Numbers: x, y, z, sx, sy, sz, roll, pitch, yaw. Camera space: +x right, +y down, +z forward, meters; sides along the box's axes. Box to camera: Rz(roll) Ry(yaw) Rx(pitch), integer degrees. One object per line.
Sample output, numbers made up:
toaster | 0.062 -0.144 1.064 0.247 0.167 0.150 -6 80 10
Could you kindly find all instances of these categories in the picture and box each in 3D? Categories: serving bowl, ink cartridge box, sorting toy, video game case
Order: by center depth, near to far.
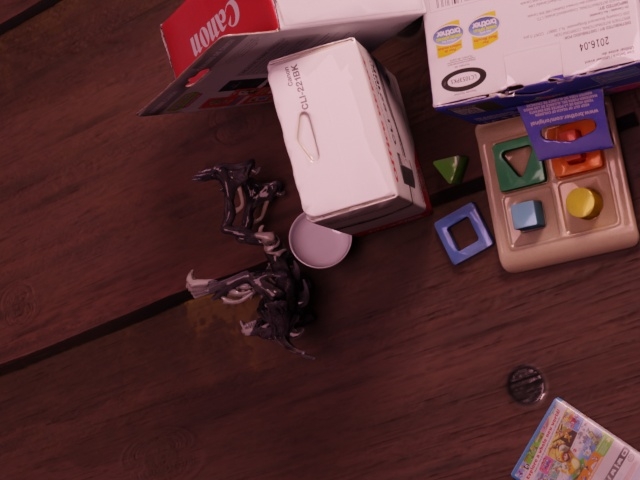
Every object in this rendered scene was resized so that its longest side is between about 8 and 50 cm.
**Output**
ink cartridge box | 0.261 -0.300 1.657 0.270 0.151 0.396 -10 81 30
ink cartridge box | 0.042 -0.119 1.718 0.114 0.273 0.197 -16 83 13
ink cartridge box | -0.071 -0.267 1.720 0.309 0.271 0.130 -27 76 59
sorting toy | 0.285 -0.071 1.721 0.347 0.047 0.196 -15 84 29
video game case | 0.330 0.288 1.724 0.166 0.015 0.119 34 108 24
serving bowl | 0.000 0.000 1.852 0.083 0.027 0.083 0 73 0

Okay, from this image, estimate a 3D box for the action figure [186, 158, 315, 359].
action figure | -0.092 0.040 1.879 0.141 0.164 0.276 -21 72 18
